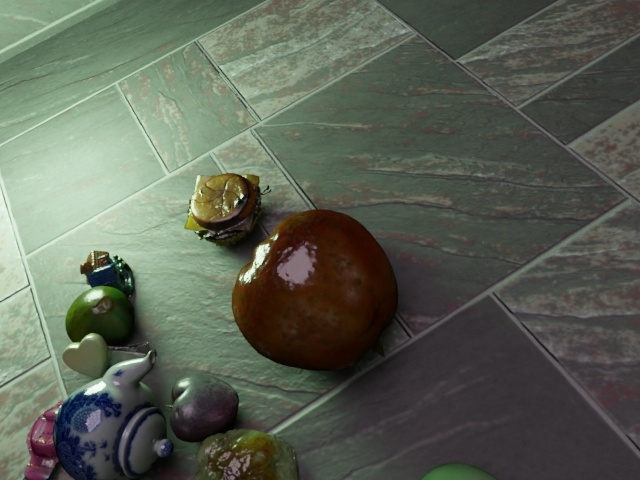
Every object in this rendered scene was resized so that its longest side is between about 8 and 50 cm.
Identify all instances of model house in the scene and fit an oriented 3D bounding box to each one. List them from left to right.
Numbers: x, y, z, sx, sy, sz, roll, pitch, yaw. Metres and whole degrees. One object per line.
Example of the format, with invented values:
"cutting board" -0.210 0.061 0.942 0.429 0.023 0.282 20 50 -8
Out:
"model house" -0.637 0.088 1.756 0.120 0.148 0.148 -19 56 1

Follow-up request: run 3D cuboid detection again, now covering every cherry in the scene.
"cherry" -0.287 0.402 1.448 0.176 0.139 0.176 7 32 -4

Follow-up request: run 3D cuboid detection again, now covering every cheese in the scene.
"cheese" -0.689 0.525 1.521 0.155 0.062 0.244 1 58 17

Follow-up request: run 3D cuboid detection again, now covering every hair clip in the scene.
"hair clip" -0.570 0.319 1.589 0.219 0.158 0.071 4 16 -11

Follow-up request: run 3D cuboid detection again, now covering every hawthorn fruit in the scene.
"hawthorn fruit" 0.004 0.142 1.425 0.404 0.402 0.402 -7 55 10

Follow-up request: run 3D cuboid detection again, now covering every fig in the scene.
"fig" -0.607 0.211 1.653 0.181 0.191 0.180 13 55 -19

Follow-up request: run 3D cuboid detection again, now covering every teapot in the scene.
"teapot" -0.463 0.452 1.391 0.280 0.252 0.423 10 91 20

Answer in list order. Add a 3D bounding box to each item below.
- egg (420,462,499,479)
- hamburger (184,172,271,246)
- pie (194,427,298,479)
"egg" 0.289 0.556 1.135 0.221 0.220 0.269 -30 43 -7
"hamburger" -0.276 -0.093 1.787 0.262 0.138 0.243 0 58 16
"pie" -0.176 0.566 1.341 0.258 0.105 0.274 17 64 8
